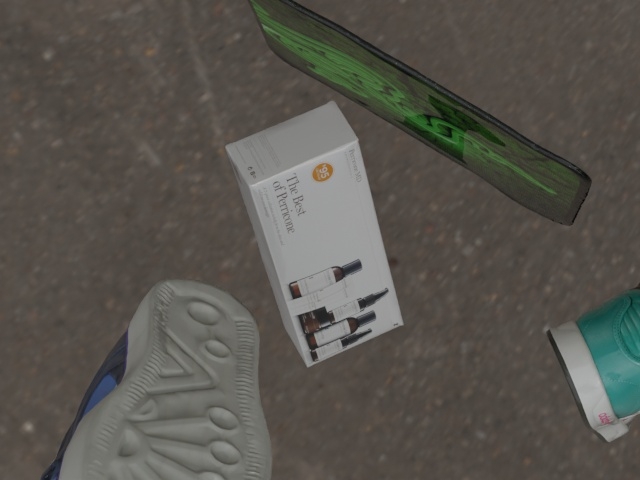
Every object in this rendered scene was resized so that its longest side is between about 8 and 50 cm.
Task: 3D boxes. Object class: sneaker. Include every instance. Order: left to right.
[{"bbox_3d":[-0.131,0.194,1.132,0.130,0.322,0.236,22,119,-9],"label":"sneaker"},{"bbox_3d":[0.295,0.083,1.405,0.178,0.295,0.123,-23,80,9],"label":"sneaker"}]

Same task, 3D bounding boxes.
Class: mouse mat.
[{"bbox_3d":[0.046,-0.065,0.815,0.190,0.152,0.007,32,86,9],"label":"mouse mat"}]

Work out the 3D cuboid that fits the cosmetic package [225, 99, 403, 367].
[{"bbox_3d":[0.000,0.000,1.404,0.099,0.060,0.239,-25,138,-8],"label":"cosmetic package"}]
